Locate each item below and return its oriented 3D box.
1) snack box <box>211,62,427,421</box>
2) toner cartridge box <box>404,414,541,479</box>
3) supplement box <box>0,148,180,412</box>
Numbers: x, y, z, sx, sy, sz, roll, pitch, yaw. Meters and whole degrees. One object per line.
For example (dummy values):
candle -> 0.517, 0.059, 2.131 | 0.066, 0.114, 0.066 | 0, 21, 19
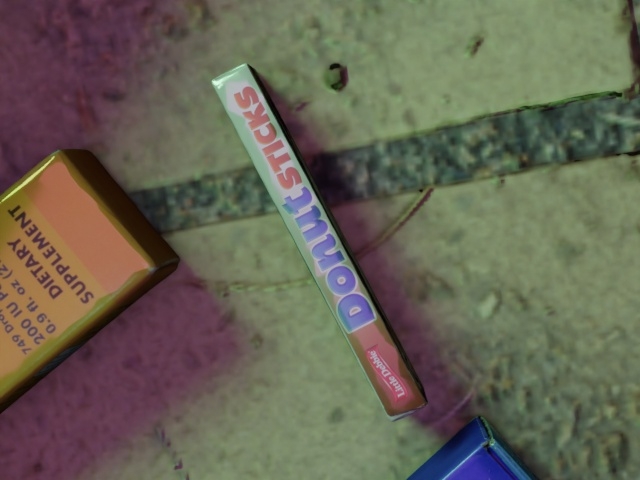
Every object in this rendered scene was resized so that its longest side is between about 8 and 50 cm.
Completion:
snack box -> 0.000, 0.000, 0.816 | 0.022, 0.064, 0.178 | -28, 92, 2
toner cartridge box -> 0.004, 0.262, 0.824 | 0.348, 0.075, 0.165 | -42, 92, 3
supplement box -> -0.181, 0.057, 0.817 | 0.233, 0.080, 0.078 | -40, 90, 6
